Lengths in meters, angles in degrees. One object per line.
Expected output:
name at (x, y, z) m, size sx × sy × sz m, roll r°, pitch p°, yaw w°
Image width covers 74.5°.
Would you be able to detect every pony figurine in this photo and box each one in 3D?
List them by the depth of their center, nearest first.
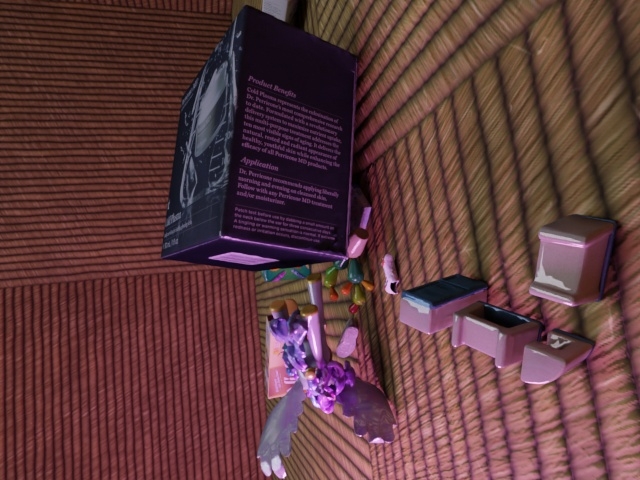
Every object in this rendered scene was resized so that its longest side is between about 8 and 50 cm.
pony figurine at (-0.007, 0.302, 0.964) m, size 0.351 × 0.303 × 0.363 m, roll -83°, pitch -21°, yaw -73°

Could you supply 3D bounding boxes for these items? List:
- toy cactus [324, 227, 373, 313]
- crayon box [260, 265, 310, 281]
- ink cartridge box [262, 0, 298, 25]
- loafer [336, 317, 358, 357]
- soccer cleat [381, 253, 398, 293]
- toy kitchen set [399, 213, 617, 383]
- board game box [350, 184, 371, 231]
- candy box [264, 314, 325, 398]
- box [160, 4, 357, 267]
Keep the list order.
toy cactus at (0.067, 0.041, 0.972) m, size 0.180 × 0.112 × 0.219 m, roll 121°, pitch 141°, yaw -47°
crayon box at (-0.151, 0.073, 1.587) m, size 0.278 × 0.165 × 0.081 m, roll -144°, pitch 52°, yaw -69°
ink cartridge box at (-0.134, -0.740, 1.384) m, size 0.203 × 0.086 × 0.148 m, roll 113°, pitch 176°, yaw -57°
loafer at (0.072, 0.256, 1.103) m, size 0.039 × 0.045 × 0.125 m, roll -89°, pitch 12°, yaw -53°
soccer cleat at (0.141, 0.067, 0.836) m, size 0.035 × 0.029 × 0.083 m, roll -155°, pitch 58°, yaw -62°
toy kitchen set at (0.213, 0.040, 0.489) m, size 0.207 × 0.122 × 0.166 m, roll 19°, pitch 114°, yaw 51°
board game box at (0.087, -0.069, 0.995) m, size 0.090 × 0.020 × 0.090 m, roll -111°, pitch 24°, yaw -44°
candy box at (-0.092, 0.389, 1.431) m, size 0.087 × 0.183 × 0.316 m, roll -117°, pitch 28°, yaw -54°
box at (-0.167, -0.183, 1.033) m, size 0.480 × 0.297 × 0.472 m, roll -13°, pitch 70°, yaw 56°
